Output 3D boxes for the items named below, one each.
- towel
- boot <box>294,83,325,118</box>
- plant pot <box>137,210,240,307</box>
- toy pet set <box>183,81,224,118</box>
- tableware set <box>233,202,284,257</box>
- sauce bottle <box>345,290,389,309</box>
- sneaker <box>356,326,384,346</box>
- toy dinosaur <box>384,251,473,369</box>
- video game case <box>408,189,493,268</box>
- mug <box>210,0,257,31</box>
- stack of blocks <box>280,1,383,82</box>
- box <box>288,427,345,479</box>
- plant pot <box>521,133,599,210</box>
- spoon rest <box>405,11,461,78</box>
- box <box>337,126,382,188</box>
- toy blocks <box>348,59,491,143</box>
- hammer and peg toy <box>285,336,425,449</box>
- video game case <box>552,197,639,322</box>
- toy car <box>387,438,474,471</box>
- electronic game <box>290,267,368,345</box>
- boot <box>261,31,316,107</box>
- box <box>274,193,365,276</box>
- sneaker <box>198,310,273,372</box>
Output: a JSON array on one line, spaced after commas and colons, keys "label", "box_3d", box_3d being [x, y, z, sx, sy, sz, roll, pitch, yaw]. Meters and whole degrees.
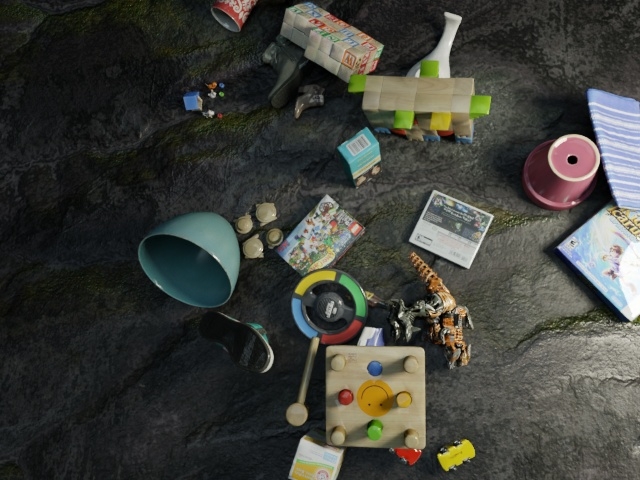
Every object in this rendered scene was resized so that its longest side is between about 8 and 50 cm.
[{"label": "towel", "box_3d": [0.828, -0.245, 1.501, 0.243, 0.040, 0.336, 2, 73, -34]}, {"label": "boot", "box_3d": [-0.032, -0.439, 1.758, 0.086, 0.042, 0.119, 9, 88, 3]}, {"label": "plant pot", "box_3d": [-0.352, 0.028, 1.624, 0.290, 0.290, 0.195, 15, 46, 12]}, {"label": "toy pet set", "box_3d": [-0.380, -0.464, 1.805, 0.114, 0.065, 0.122, -2, 79, 9]}, {"label": "tableware set", "box_3d": [-0.188, -0.030, 1.715, 0.141, 0.020, 0.169, -21, 75, 3]}, {"label": "sauce bottle", "box_3d": [0.137, 0.169, 1.613, 0.128, 0.042, 0.042, 17, 82, 10]}, {"label": "sneaker", "box_3d": [0.170, 0.399, 1.530, 0.182, 0.127, 0.316, 10, 88, 7]}, {"label": "toy dinosaur", "box_3d": [0.303, 0.201, 1.549, 0.218, 0.164, 0.322, -16, 58, -9]}, {"label": "video game case", "box_3d": [0.380, -0.033, 1.622, 0.190, 0.022, 0.173, 26, 85, 14]}, {"label": "mug", "box_3d": [-0.283, -0.802, 1.833, 0.150, 0.113, 0.169, 31, 82, 12]}, {"label": "stack of blocks", "box_3d": [0.023, -0.616, 1.710, 0.297, 0.087, 0.171, 36, 43, 14]}, {"label": "box", "box_3d": [-0.001, 0.578, 1.472, 0.114, 0.203, 0.103, 17, 83, 12]}, {"label": "plant pot", "box_3d": [0.671, -0.199, 1.524, 0.201, 0.180, 0.202, -2, 79, 8]}, {"label": "spoon rest", "box_3d": [0.355, -0.549, 1.706, 0.137, 0.084, 0.277, 25, 97, 14]}, {"label": "box", "box_3d": [0.116, -0.230, 1.587, 0.100, 0.244, 0.060, -35, 76, 1]}, {"label": "toy blocks", "box_3d": [0.290, -0.367, 1.591, 0.381, 0.261, 0.191, 7, 83, 18]}, {"label": "hammer and peg toy", "box_3d": [0.085, 0.389, 1.414, 0.361, 0.127, 0.266, 0, 88, 9]}, {"label": "video game case", "box_3d": [0.827, 0.043, 1.514, 0.244, 0.061, 0.269, -41, 76, -1]}, {"label": "toy car", "box_3d": [0.283, 0.631, 1.489, 0.238, 0.053, 0.225, 6, 85, 3]}, {"label": "electronic game", "box_3d": [0.024, 0.191, 1.594, 0.229, 0.048, 0.230, 2, 98, 12]}, {"label": "boot", "box_3d": [-0.129, -0.549, 1.782, 0.161, 0.083, 0.247, 32, 78, 18]}, {"label": "box", "box_3d": [0.000, 0.000, 1.665, 0.159, 0.044, 0.233, 42, 88, 14]}, {"label": "sneaker", "box_3d": [-0.199, 0.303, 1.569, 0.295, 0.178, 0.124, 24, 83, 42]}]
